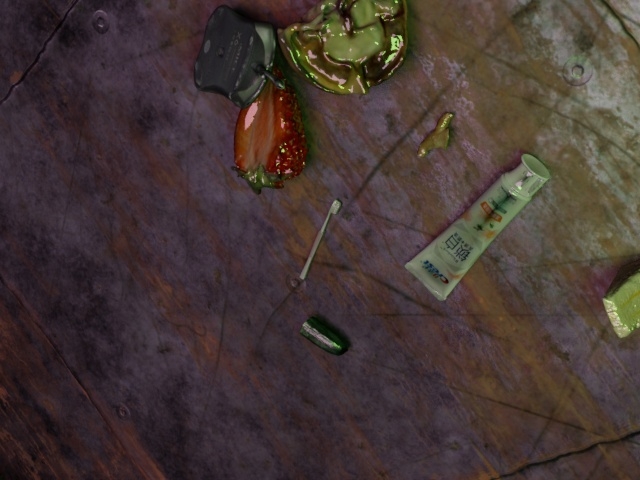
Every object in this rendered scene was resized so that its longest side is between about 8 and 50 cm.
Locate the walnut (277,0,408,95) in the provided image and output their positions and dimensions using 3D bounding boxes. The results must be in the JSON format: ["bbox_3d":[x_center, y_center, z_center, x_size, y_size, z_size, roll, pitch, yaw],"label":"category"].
[{"bbox_3d":[0.056,-0.367,1.229,0.204,0.141,0.238,33,112,-13],"label":"walnut"}]

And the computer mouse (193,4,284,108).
[{"bbox_3d":[-0.127,-0.313,1.295,0.379,0.090,0.167,44,118,53],"label":"computer mouse"}]

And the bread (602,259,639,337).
[{"bbox_3d":[0.518,0.082,1.145,0.105,0.152,0.077,-26,96,36],"label":"bread"}]

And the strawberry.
[{"bbox_3d":[-0.095,-0.212,1.394,0.174,0.098,0.228,-11,81,46],"label":"strawberry"}]

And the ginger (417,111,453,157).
[{"bbox_3d":[0.212,-0.179,1.279,0.097,0.030,0.048,-54,52,28],"label":"ginger"}]

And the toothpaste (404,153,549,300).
[{"bbox_3d":[0.275,-0.020,1.288,0.100,0.066,0.323,43,127,8],"label":"toothpaste"}]

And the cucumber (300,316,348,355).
[{"bbox_3d":[0.010,0.205,1.508,0.105,0.048,0.048,35,120,12],"label":"cucumber"}]

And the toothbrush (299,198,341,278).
[{"bbox_3d":[-0.002,-0.001,1.461,0.017,0.014,0.194,33,119,13],"label":"toothbrush"}]
